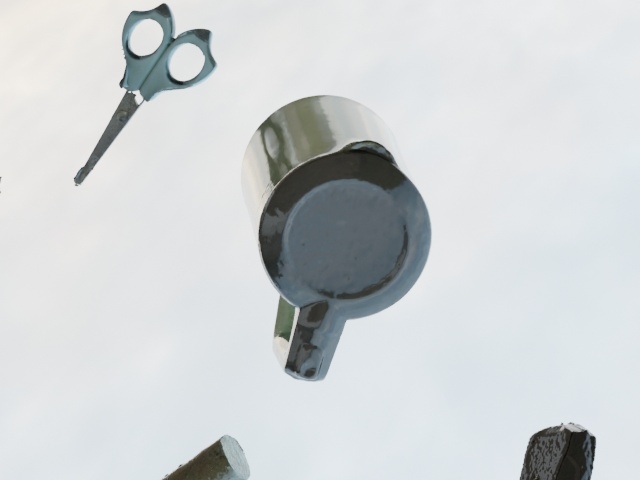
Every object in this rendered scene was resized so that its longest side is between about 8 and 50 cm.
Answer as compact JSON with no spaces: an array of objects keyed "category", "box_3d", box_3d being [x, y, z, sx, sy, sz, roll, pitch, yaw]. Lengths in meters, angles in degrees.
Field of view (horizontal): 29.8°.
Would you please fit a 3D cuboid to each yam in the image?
[{"category":"yam","box_3d":[-0.252,0.472,2.231,0.259,0.106,0.106,-36,-153,7]}]

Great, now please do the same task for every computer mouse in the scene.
[{"category":"computer mouse","box_3d":[0.344,0.371,1.779,0.122,0.073,0.217,-17,-133,59]}]

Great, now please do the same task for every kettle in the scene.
[{"category":"kettle","box_3d":[0.000,0.000,1.674,0.376,0.250,0.361,-107,-144,-74]}]

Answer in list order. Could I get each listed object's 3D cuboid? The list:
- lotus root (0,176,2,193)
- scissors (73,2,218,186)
[{"category":"lotus root","box_3d":[-0.612,-0.062,2.137,0.203,0.078,0.183,-108,-146,-50]},{"category":"scissors","box_3d":[-0.333,-0.246,2.121,0.360,0.191,0.029,-56,169,-1]}]
